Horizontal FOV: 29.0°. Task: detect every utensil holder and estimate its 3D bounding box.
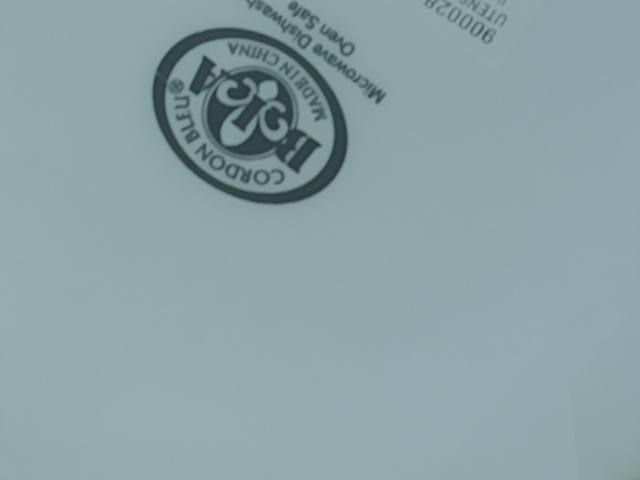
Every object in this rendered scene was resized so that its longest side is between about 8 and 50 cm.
[{"bbox_3d":[0.000,0.000,0.513,0.385,0.328,0.327,71,-6,-76],"label":"utensil holder"}]
